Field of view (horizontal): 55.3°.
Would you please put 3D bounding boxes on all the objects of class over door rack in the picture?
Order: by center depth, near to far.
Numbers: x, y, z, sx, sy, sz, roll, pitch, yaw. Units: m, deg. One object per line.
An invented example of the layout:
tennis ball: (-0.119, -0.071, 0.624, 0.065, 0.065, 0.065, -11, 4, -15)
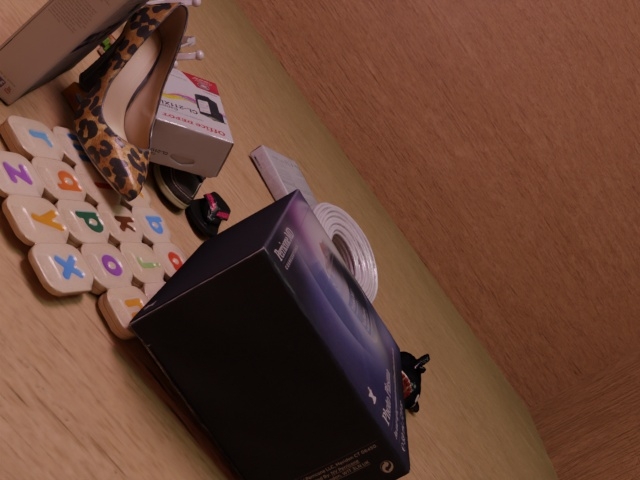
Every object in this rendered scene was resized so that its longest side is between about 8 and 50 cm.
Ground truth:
over door rack: (-0.303, -0.516, 1.307, 0.324, 0.108, 0.239, -94, -175, -63)

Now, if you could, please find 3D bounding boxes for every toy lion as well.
toy lion: (-0.356, -0.329, 1.098, 0.100, 0.034, 0.096, 50, 7, -25)

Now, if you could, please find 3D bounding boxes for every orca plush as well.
orca plush: (0.224, 0.310, 1.429, 0.151, 0.102, 0.287, 60, 14, 15)

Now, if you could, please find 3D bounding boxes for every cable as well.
cable: (0.025, 0.047, 1.282, 0.257, 0.089, 0.257, 53, 31, -27)

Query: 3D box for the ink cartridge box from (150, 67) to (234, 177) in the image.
ink cartridge box: (-0.216, -0.190, 0.946, 0.127, 0.072, 0.175, 14, 37, -33)

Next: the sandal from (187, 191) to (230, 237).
sandal: (-0.179, -0.055, 1.032, 0.067, 0.040, 0.179, 53, 14, -12)

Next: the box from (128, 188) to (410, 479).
box: (-0.038, 0.123, 0.761, 0.294, 0.182, 0.296, 57, 13, -12)

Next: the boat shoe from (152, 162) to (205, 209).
boat shoe: (-0.219, -0.132, 1.005, 0.080, 0.073, 0.223, 48, 15, -28)

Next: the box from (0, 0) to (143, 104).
box: (-0.258, -0.313, 0.768, 0.058, 0.322, 0.232, 51, 14, -22)

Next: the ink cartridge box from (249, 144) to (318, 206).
ink cartridge box: (-0.069, -0.121, 1.551, 0.224, 0.045, 0.223, 60, 15, 14)

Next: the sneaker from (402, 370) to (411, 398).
sneaker: (0.102, 0.239, 1.213, 0.225, 0.088, 0.093, 51, 13, -21)

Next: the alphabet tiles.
alphabet tiles: (-0.258, -0.016, 0.712, 0.284, 0.021, 0.278, 58, 14, 8)

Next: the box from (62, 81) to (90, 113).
box: (-0.312, -0.184, 0.909, 0.081, 0.028, 0.136, 57, 16, 5)

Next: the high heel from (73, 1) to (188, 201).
high heel: (-0.222, -0.188, 0.781, 0.093, 0.186, 0.261, 31, 30, -53)
